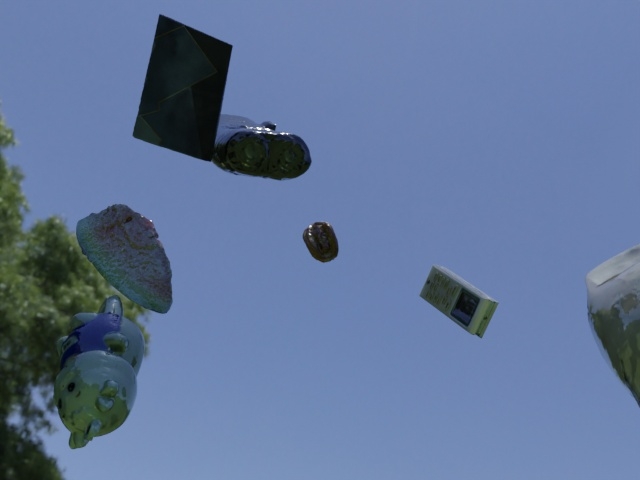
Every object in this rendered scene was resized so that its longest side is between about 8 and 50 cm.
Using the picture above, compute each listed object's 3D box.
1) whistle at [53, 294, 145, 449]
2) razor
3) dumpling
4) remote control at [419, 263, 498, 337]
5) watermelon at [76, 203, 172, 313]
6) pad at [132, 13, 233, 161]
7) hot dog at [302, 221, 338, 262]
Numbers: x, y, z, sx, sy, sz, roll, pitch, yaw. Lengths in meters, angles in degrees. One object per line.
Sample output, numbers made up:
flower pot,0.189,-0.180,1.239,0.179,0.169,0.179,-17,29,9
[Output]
whistle,-0.254,0.140,0.951,0.092,0.244,0.110,25,-66,-22
razor,-0.147,-0.194,1.733,0.189,0.107,0.327,5,13,-20
dumpling,0.505,0.100,1.145,0.181,0.341,0.260,45,-66,-4
remote control,0.361,0.156,2.207,0.055,0.103,0.277,19,9,-27
watermelon,-0.259,0.033,1.154,0.094,0.180,0.081,-30,-13,4
pad,-0.253,-0.283,1.551,0.164,0.243,0.004,16,-11,-34
hot dog,0.000,0.000,1.501,0.058,0.083,0.035,-21,-32,-5
